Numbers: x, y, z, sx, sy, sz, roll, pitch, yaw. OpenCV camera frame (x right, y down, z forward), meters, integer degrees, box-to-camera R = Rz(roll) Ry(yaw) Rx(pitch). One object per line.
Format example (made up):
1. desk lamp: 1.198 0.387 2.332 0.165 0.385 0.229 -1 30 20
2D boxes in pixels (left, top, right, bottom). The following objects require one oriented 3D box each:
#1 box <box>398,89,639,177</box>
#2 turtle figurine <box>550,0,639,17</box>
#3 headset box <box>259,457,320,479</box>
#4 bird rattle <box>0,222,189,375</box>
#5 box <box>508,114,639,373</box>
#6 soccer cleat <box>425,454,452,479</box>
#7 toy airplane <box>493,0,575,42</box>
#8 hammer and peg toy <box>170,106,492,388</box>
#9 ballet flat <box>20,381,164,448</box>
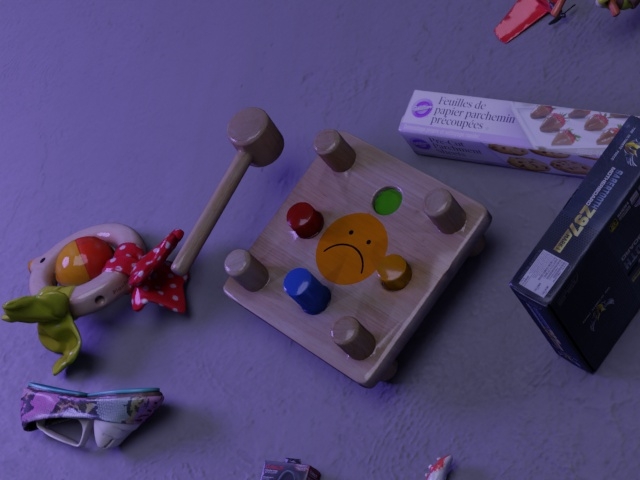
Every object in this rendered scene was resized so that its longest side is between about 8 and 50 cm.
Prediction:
1. box: 0.253 -0.123 1.846 0.324 0.067 0.063 11 68 30
2. turtle figurine: 0.426 -0.313 1.852 0.269 0.087 0.217 -43 60 -12
3. headset box: -0.040 0.292 1.779 0.062 0.032 0.083 3 66 28
4. bird rattle: -0.294 0.040 1.998 0.253 0.143 0.207 -35 37 1
5. box: 0.315 0.008 1.666 0.059 0.183 0.233 31 79 35
6. soccer cleat: 0.127 0.277 1.708 0.035 0.029 0.083 33 84 27
7. toy airplane: 0.268 -0.328 1.976 0.151 0.028 0.151 -12 59 22
8. hammer and peg toy: 0.000 0.000 1.867 0.361 0.127 0.266 30 81 36
9. ballet flat: -0.287 0.220 1.928 0.221 0.077 0.079 -2 81 31
